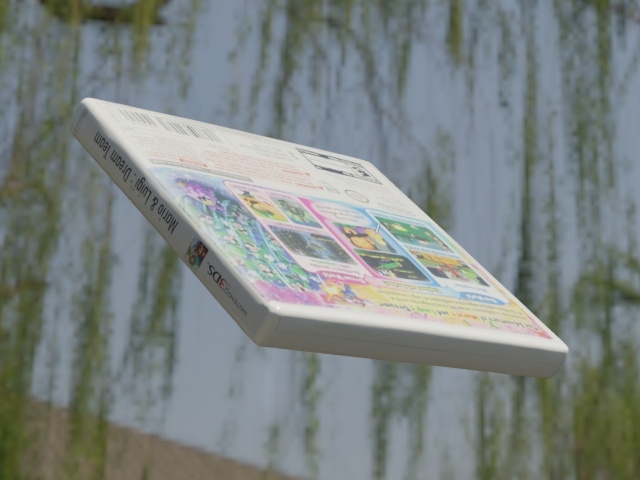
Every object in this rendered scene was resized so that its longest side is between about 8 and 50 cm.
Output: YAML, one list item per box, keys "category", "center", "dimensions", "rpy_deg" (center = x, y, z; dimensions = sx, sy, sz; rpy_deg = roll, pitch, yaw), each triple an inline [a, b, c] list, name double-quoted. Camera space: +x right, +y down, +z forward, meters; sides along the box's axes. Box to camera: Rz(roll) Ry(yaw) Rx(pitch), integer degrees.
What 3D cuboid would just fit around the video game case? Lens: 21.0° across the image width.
- category: "video game case"
  center: [0.000, 0.000, 0.657]
  dimensions: [0.157, 0.143, 0.019]
  rpy_deg: [10, -64, -44]
